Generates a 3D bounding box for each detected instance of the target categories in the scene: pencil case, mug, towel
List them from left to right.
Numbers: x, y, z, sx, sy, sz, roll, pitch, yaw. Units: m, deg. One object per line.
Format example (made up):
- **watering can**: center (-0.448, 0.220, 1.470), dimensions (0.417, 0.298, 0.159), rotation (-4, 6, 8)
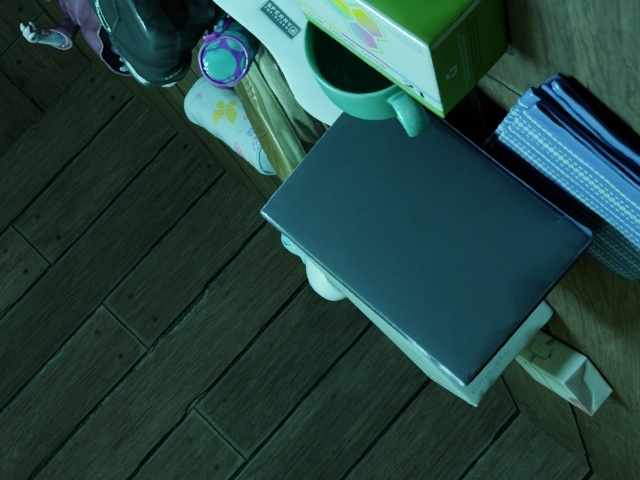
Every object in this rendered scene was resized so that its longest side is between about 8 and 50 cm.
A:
- **pencil case**: center (-0.109, -0.244, 1.318), dimensions (0.151, 0.065, 0.070), rotation (-83, -26, -62)
- **pencil case**: center (-0.163, -0.238, 2.194), dimensions (0.273, 0.113, 0.124), rotation (38, -178, 37)
- **mug**: center (0.055, -0.175, 1.079), dimensions (0.130, 0.157, 0.097), rotation (2, 166, 15)
- **towel**: center (0.282, -0.051, 1.104), dimensions (0.243, 0.040, 0.336), rotation (40, 176, 3)

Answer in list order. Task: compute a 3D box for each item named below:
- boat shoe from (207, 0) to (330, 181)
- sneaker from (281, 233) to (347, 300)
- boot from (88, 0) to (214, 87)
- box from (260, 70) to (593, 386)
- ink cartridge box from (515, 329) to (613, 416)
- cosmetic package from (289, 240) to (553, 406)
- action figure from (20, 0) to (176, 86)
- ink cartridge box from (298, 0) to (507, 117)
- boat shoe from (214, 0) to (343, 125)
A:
- **boat shoe**: center (-0.063, -0.251, 1.468), dimensions (0.342, 0.123, 0.123), rotation (65, 167, -7)
- **sneaker**: center (0.000, 0.000, 1.903), dimensions (0.135, 0.150, 0.366), rotation (34, -149, -21)
- **boot**: center (-0.283, -0.403, 1.462), dimensions (0.367, 0.146, 0.445), rotation (56, 174, -5)
- **box**: center (0.136, 0.003, 1.301), dimensions (0.293, 0.212, 0.395), rotation (40, -179, 11)
- **ink cartridge box**: center (0.420, 0.225, 1.934), dimensions (0.115, 0.067, 0.198), rotation (46, 173, -33)
- **cosmetic package**: center (0.165, 0.056, 1.710), dimensions (0.385, 0.217, 0.156), rotation (43, 173, -25)
- **action figure**: center (-0.453, -0.491, 2.184), dimensions (0.276, 0.248, 0.370), rotation (12, -165, -40)
- **ink cartridge box**: center (0.052, -0.242, 0.905), dimensions (0.189, 0.097, 0.255), rotation (40, 174, 22)
- **boat shoe**: center (-0.029, -0.260, 1.292), dimensions (0.301, 0.108, 0.102), rotation (41, -154, -23)
